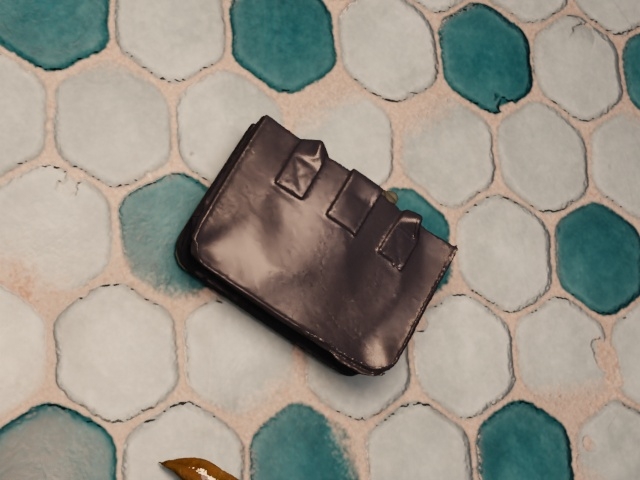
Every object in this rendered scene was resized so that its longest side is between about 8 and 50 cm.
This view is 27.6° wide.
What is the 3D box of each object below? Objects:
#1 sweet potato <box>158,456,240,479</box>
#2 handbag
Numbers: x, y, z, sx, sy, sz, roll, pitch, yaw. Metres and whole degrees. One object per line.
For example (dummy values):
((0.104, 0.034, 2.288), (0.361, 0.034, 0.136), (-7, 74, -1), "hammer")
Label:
((-0.083, 0.346, 1.636), (0.274, 0.067, 0.067), (38, 64, -4), "sweet potato")
((0.000, 0.000, 1.737), (0.326, 0.118, 0.269), (36, 72, -12), "handbag")
